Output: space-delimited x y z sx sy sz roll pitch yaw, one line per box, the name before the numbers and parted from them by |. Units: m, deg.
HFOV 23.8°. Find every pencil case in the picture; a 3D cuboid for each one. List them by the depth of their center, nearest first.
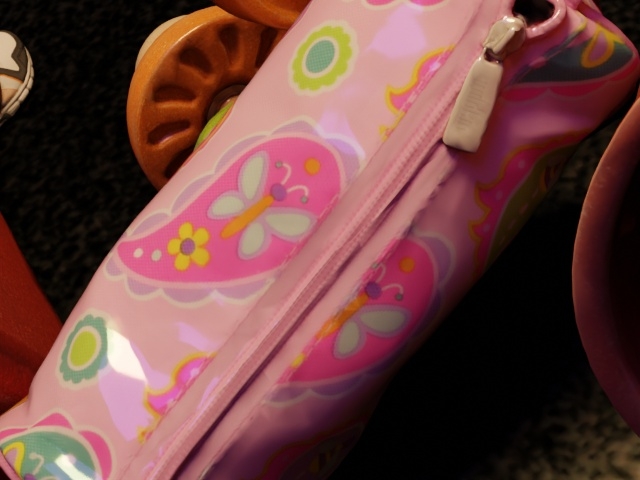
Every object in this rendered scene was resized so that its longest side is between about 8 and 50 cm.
pencil case | 0.000 0.000 0.575 0.284 0.124 0.124 -51 48 5

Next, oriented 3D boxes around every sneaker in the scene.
sneaker | -0.190 -0.080 0.829 0.040 0.044 0.109 -3 49 22

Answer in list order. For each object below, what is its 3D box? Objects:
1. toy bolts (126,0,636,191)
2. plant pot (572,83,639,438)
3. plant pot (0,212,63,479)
toy bolts | 0.014 -0.125 0.696 0.228 0.218 0.158 -18 36 -19
plant pot | 0.234 -0.071 0.521 0.272 0.272 0.265 -4 42 19
plant pot | -0.280 0.007 0.601 0.267 0.236 0.267 -30 70 -6
